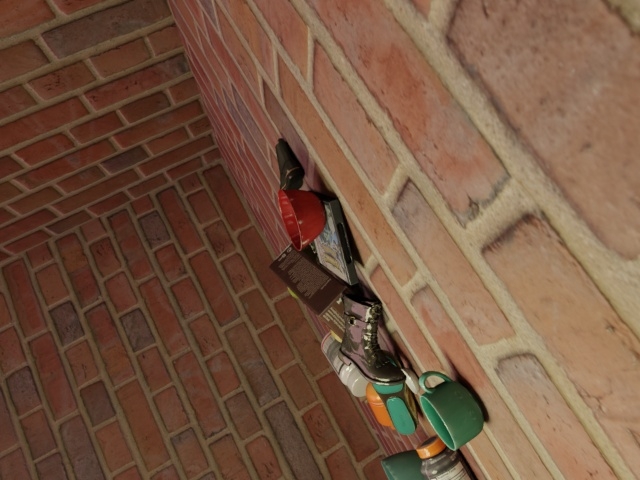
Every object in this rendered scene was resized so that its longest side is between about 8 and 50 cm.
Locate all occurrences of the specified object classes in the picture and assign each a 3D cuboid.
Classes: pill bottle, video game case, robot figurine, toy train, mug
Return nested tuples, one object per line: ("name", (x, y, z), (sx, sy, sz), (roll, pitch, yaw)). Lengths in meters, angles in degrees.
("pill bottle", (0.130, 0.517, 1.948), (0.283, 0.161, 0.161), (48, 162, 51))
("video game case", (0.023, -0.018, 1.375), (0.275, 0.035, 0.249), (-148, 42, -69))
("robot figurine", (0.248, 0.599, 1.700), (0.158, 0.128, 0.220), (-72, -41, -66))
("toy train", (-0.022, 0.016, 1.579), (0.159, 0.027, 0.036), (64, 178, -10))
("pill bottle", (0.379, 0.700, 1.324), (0.246, 0.130, 0.130), (60, 169, 13))
("mug", (0.293, 0.367, 0.999), (0.129, 0.097, 0.158), (45, 159, 59))

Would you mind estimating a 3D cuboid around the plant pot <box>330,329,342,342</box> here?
("plant pot", (0.109, 0.296, 1.649), (0.134, 0.134, 0.095), (51, 141, 45))

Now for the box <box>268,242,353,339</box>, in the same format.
("box", (-0.011, 0.177, 1.618), (0.381, 0.143, 0.191), (33, 167, 51))

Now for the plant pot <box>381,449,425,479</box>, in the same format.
("plant pot", (0.363, 0.826, 1.526), (0.290, 0.195, 0.290), (58, 169, 19))

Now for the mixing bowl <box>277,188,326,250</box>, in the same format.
("mixing bowl", (-0.046, -0.073, 1.292), (0.181, 0.098, 0.182), (160, 90, -75))

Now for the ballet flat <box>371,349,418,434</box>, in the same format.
("ballet flat", (0.244, 0.487, 1.520), (0.349, 0.123, 0.123), (68, 168, -18))

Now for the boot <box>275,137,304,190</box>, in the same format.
("boot", (-0.115, -0.240, 1.516), (0.137, 0.076, 0.198), (65, 157, 9))

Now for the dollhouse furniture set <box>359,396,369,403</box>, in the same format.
("dollhouse furniture set", (0.197, 0.631, 2.012), (0.151, 0.123, 0.144), (52, 165, 44))

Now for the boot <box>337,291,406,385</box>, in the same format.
("boot", (0.152, 0.289, 1.361), (0.262, 0.091, 0.229), (19, 111, 35))

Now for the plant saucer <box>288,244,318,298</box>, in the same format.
("plant saucer", (-0.066, 0.122, 1.884), (0.037, 0.241, 0.241), (1, 130, 28))

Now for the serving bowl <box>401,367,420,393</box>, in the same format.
("serving bowl", (0.278, 0.421, 1.379), (0.083, 0.027, 0.083), (58, 169, 19))
